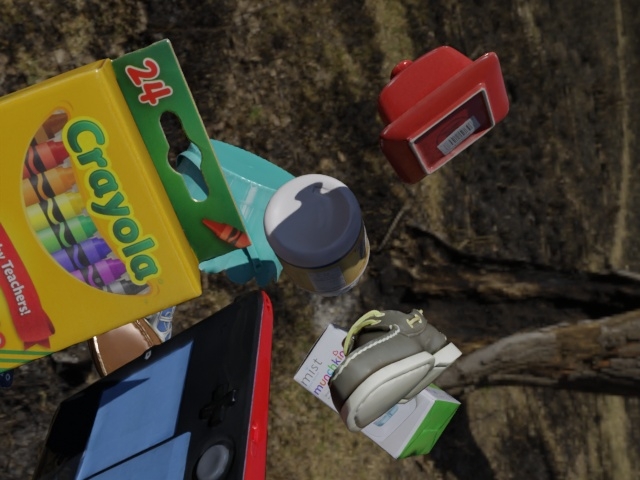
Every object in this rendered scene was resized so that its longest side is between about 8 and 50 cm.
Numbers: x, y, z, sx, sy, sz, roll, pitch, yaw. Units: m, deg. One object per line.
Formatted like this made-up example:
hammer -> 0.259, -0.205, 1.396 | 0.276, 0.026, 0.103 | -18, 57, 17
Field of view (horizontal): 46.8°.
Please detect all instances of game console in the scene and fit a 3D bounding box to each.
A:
game console -> -0.209, 0.255, 0.812 | 0.060, 0.386, 0.342 | 40, 33, -35

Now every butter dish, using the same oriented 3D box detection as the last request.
butter dish -> 0.125, -0.166, 0.874 | 0.118, 0.160, 0.160 | 56, 6, 26

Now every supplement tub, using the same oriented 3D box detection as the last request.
supplement tub -> 0.000, 0.000, 1.146 | 0.200, 0.144, 0.144 | 67, 28, -67

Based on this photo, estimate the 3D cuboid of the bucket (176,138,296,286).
bucket -> -0.165, -0.060, 1.381 | 0.281, 0.281, 0.183 | 0, 119, -60

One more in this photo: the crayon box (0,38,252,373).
crayon box -> -0.234, -0.014, 0.598 | 0.081, 0.318, 0.202 | -118, -174, -68

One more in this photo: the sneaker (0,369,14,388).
sneaker -> -0.401, 0.113, 0.988 | 0.282, 0.099, 0.153 | -4, 86, -58

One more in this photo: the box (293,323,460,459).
box -> 0.111, 0.272, 1.346 | 0.127, 0.231, 0.262 | -57, 157, 0

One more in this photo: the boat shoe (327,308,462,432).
boat shoe -> 0.069, 0.126, 0.788 | 0.091, 0.109, 0.305 | 49, 14, 17

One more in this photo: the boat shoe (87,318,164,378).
boat shoe -> -0.258, 0.220, 1.104 | 0.110, 0.104, 0.307 | -28, 85, -17

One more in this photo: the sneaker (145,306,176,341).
sneaker -> -0.278, 0.125, 1.271 | 0.081, 0.080, 0.211 | -38, 156, -26
